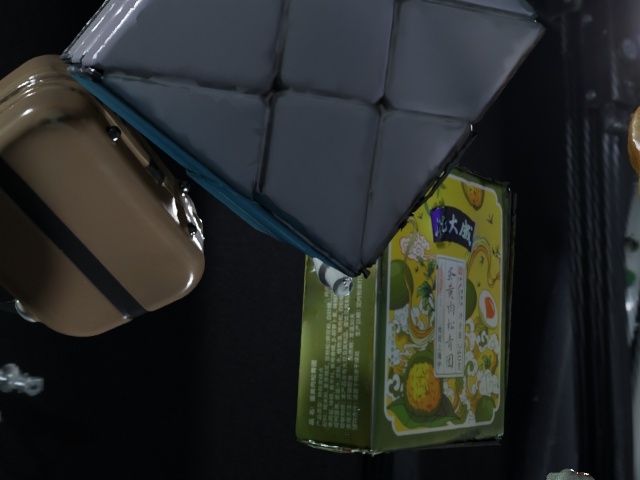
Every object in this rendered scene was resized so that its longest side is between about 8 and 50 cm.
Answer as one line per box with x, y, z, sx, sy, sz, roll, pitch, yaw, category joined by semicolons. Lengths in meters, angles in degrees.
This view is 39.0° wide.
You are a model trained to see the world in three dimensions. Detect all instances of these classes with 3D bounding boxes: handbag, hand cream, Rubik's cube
-0.301;-0.023;1.001;0.302;0.283;0.149;57;-169;-43;handbag
-0.001;0.002;0.995;0.038;0.216;0.052;-14;-60;-7;hand cream
-0.025;-0.138;0.652;0.231;0.224;0.221;39;-95;-20;Rubik's cube

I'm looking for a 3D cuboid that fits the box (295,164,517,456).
0.138;0.092;1.315;0.373;0.138;0.420;11;-101;-50;box

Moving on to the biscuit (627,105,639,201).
0.434;-0.075;0.713;0.351;0.312;0.057;-39;-39;-1;biscuit

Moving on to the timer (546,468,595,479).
0.230;0.255;0.764;0.175;0.255;0.175;29;-155;-15;timer
